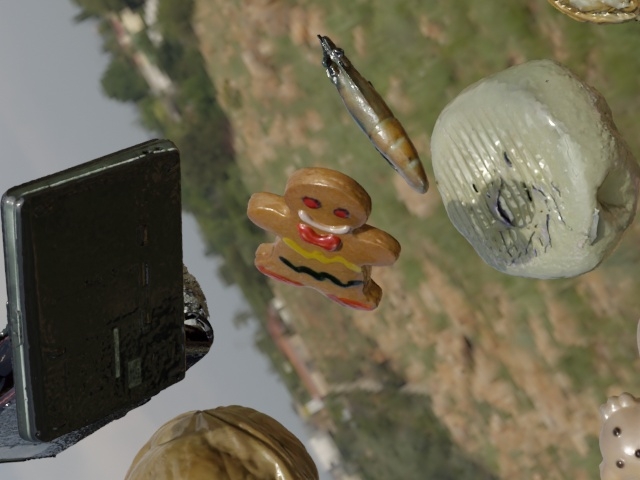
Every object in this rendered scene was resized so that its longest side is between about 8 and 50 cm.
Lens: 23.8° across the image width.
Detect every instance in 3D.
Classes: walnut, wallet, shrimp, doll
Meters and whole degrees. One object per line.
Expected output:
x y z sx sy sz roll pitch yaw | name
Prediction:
-0.116 0.352 1.811 0.252 0.277 0.313 -1 102 55 | walnut
-0.262 0.147 1.503 0.221 0.262 0.071 2 -126 -56 | wallet
0.065 -0.171 2.119 0.262 0.051 0.198 53 176 -3 | shrimp
0.401 0.160 1.666 0.154 0.278 0.119 23 -172 14 | doll

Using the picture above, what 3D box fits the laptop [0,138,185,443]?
-0.163 0.040 1.121 0.026 0.154 0.207 23 123 39 | laptop

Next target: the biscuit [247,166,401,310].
0.000 0.001 1.575 0.165 0.036 0.250 19 153 4 | biscuit

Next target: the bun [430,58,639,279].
0.258 -0.081 1.785 0.273 0.168 0.272 23 124 40 | bun

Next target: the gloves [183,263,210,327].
-0.216 0.067 2.168 0.153 0.070 0.114 48 143 3 | gloves

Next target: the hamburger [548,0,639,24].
0.197 -0.198 0.914 0.083 0.138 0.147 78 -160 -61 | hamburger
